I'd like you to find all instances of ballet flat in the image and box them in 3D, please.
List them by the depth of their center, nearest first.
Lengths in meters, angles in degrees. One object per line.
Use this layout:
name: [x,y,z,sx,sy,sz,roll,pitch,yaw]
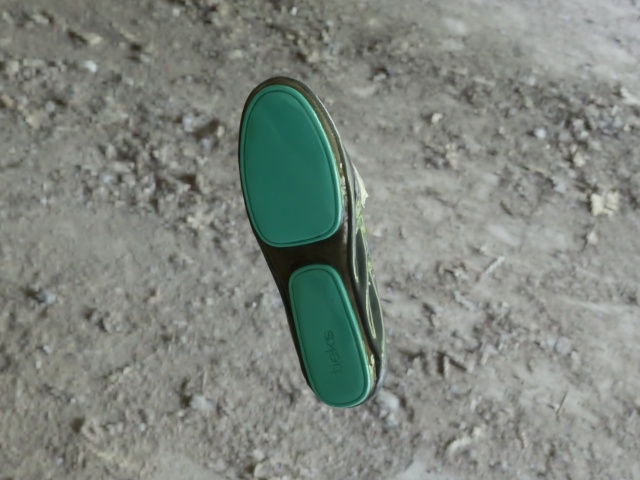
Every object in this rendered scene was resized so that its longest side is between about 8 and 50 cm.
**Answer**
ballet flat: [0.000,0.000,0.575,0.074,0.203,0.074,-13,12,3]
